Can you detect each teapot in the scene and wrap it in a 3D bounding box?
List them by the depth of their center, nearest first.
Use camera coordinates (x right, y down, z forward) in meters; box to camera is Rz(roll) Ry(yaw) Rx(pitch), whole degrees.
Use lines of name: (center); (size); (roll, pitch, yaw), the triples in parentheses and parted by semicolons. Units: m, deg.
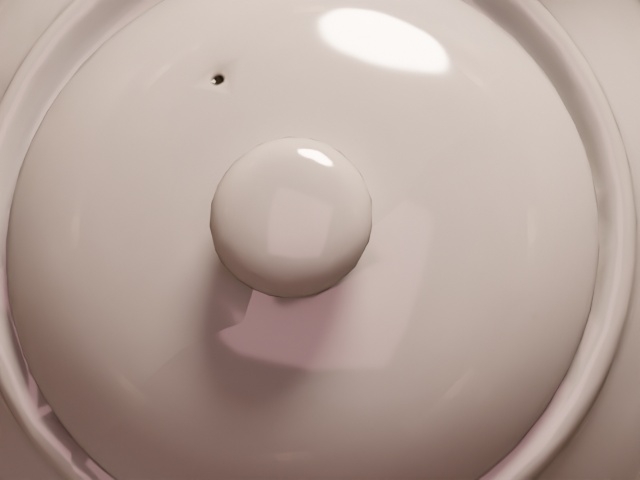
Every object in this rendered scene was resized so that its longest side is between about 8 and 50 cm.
teapot: (0.000, 0.000, 0.442); (0.253, 0.187, 0.256); (-14, 81, -1)
